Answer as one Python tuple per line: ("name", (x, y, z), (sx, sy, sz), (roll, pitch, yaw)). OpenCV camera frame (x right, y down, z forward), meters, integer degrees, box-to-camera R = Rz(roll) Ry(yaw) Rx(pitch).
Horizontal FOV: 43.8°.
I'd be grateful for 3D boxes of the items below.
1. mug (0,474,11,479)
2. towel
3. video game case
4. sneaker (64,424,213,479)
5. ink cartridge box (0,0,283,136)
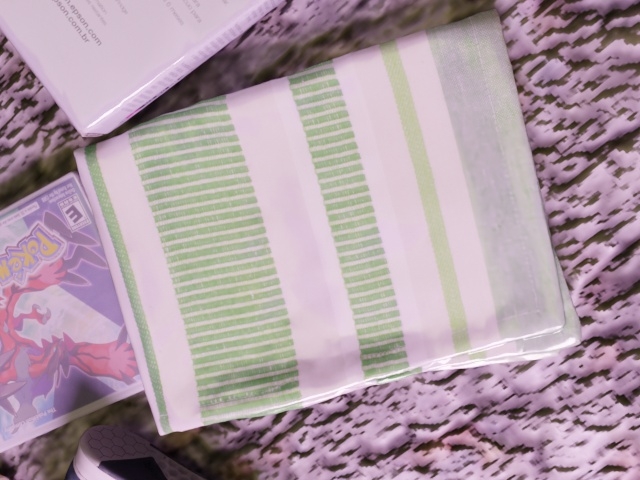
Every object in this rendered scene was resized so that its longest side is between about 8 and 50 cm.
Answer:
("mug", (-0.301, 0.225, 0.686), (0.064, 0.062, 0.078), (-23, 100, 7))
("towel", (0.000, 0.000, 0.583), (0.325, 0.038, 0.248), (-15, 95, 10))
("video game case", (-0.240, 0.065, 0.664), (0.201, 0.023, 0.183), (-25, 93, 15))
("sneaker", (-0.124, 0.272, 0.639), (0.226, 0.086, 0.163), (31, 103, 7))
("ink cartridge box", (-0.124, -0.295, 0.534), (0.330, 0.071, 0.324), (-35, 96, 3))
